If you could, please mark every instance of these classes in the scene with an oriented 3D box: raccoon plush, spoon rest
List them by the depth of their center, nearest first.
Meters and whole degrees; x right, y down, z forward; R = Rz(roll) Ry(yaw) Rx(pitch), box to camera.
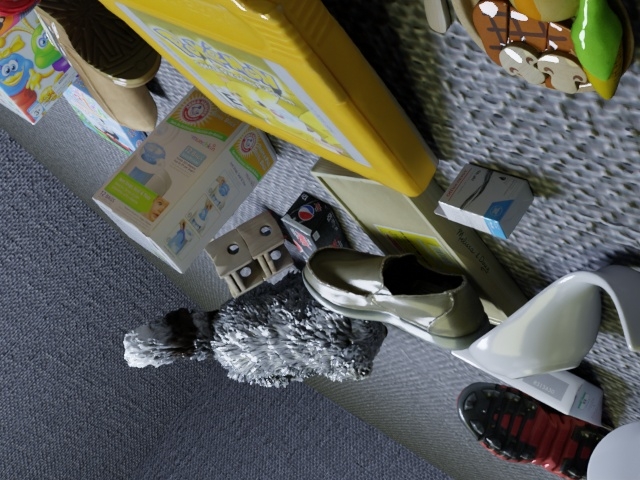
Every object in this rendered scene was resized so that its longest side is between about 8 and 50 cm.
[{"bbox_3d":[0.239,0.082,0.748,0.276,0.137,0.084,130,132,-70],"label":"spoon rest"},{"bbox_3d":[-0.098,0.195,1.365,0.299,0.446,0.216,-6,101,69],"label":"raccoon plush"}]

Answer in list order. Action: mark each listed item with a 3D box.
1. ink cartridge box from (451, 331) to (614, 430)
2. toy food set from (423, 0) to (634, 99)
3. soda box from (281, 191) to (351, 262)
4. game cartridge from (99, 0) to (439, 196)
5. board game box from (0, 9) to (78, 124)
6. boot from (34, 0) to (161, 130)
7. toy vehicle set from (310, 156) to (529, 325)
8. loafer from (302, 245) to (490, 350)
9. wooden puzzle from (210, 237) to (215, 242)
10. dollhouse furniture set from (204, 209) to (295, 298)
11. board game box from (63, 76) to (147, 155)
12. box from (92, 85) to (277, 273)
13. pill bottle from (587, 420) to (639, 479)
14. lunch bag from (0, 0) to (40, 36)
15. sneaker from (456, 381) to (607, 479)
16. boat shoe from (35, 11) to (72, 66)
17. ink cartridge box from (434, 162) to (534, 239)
[{"bbox_3d":[0.306,0.191,1.064,0.181,0.056,0.224,25,180,39],"label":"ink cartridge box"},{"bbox_3d":[0.125,-0.130,0.463,0.192,0.038,0.132,29,164,31],"label":"toy food set"},{"bbox_3d":[0.000,0.000,1.146,0.060,0.053,0.169,30,163,28],"label":"soda box"},{"bbox_3d":[-0.068,-0.162,0.674,0.285,0.053,0.323,28,177,32],"label":"game cartridge"},{"bbox_3d":[-0.473,-0.319,1.095,0.144,0.142,0.275,32,165,21],"label":"board game box"},{"bbox_3d":[-0.265,-0.224,1.027,0.236,0.089,0.269,45,168,19],"label":"boot"},{"bbox_3d":[0.119,0.000,0.895,0.267,0.035,0.166,46,163,-31],"label":"toy vehicle set"},{"bbox_3d":[0.083,0.045,0.905,0.251,0.094,0.087,16,131,34],"label":"loafer"},{"bbox_3d":[-0.289,-0.021,1.855,0.078,0.014,0.116,25,161,40],"label":"wooden puzzle"},{"bbox_3d":[-0.148,-0.023,1.352,0.184,0.129,0.129,58,174,20],"label":"dollhouse furniture set"},{"bbox_3d":[-0.393,-0.233,1.387,0.160,0.039,0.211,34,165,16],"label":"board game box"},{"bbox_3d":[-0.169,-0.081,0.991,0.114,0.203,0.103,31,164,29],"label":"box"},{"bbox_3d":[0.442,0.349,0.923,0.323,0.181,0.181,47,163,-32],"label":"pill bottle"},{"bbox_3d":[-0.411,-0.342,0.784,0.293,0.120,0.258,44,-155,-25],"label":"lunch bag"},{"bbox_3d":[0.289,0.268,1.125,0.276,0.098,0.135,25,177,-27],"label":"sneaker"},{"bbox_3d":[-0.368,-0.297,1.097,0.043,0.049,0.137,23,158,15],"label":"boat shoe"},{"bbox_3d":[0.142,-0.038,0.692,0.083,0.048,0.028,23,160,43],"label":"ink cartridge box"}]
